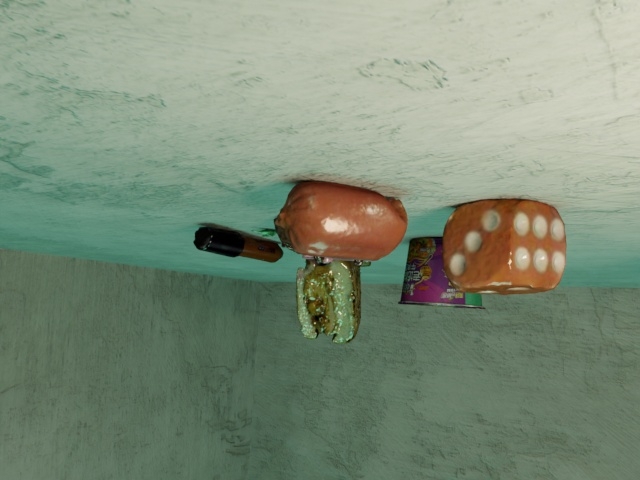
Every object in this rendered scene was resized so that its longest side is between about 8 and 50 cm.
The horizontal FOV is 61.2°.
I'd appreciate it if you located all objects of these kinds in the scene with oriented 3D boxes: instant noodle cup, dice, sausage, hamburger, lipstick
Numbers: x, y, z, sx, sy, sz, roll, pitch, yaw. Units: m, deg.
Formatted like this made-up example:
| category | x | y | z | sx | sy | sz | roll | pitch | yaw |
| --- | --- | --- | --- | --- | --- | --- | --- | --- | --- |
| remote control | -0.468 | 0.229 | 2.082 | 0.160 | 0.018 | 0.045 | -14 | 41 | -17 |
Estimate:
| category | x | y | z | sx | sy | sz | roll | pitch | yaw |
| --- | --- | --- | --- | --- | --- | --- | --- | --- | --- |
| instant noodle cup | 0.352 | 0.097 | 1.568 | 0.251 | 0.190 | 0.251 | 3 | 173 | 0 |
| dice | 0.360 | 0.019 | 1.063 | 0.174 | 0.174 | 0.179 | 10 | 170 | -34 |
| sausage | 0.044 | -0.031 | 0.976 | 0.254 | 0.148 | 0.148 | 9 | 170 | -22 |
| hamburger | 0.031 | 0.146 | 1.721 | 0.195 | 0.318 | 0.277 | 0 | -156 | 10 |
| lipstick | -0.234 | 0.019 | 1.656 | 0.077 | 0.077 | 0.418 | -1 | 173 | 26 |

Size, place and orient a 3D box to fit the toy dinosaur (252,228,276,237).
| category | x | y | z | sx | sy | sz | roll | pitch | yaw |
| --- | --- | --- | --- | --- | --- | --- | --- | --- | --- |
| toy dinosaur | -0.146 | -0.023 | 1.516 | 0.062 | 0.021 | 0.083 | -11 | 169 | 35 |

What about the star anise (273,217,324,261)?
| category | x | y | z | sx | sy | sz | roll | pitch | yaw |
| --- | --- | --- | --- | --- | --- | --- | --- | --- | --- |
| star anise | 0.000 | 0.000 | 1.336 | 0.223 | 0.109 | 0.236 | 5 | 175 | 15 |

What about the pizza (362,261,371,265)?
| category | x | y | z | sx | sy | sz | roll | pitch | yaw |
| --- | --- | --- | --- | --- | --- | --- | --- | --- | --- |
| pizza | 0.111 | 0.084 | 2.136 | 0.176 | 0.036 | 0.185 | 4 | 174 | 4 |

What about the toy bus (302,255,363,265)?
| category | x | y | z | sx | sy | sz | roll | pitch | yaw |
| --- | --- | --- | --- | --- | --- | --- | --- | --- | --- |
| toy bus | 0.052 | 0.022 | 1.506 | 0.203 | 0.090 | 0.063 | 2 | 172 | 3 |
